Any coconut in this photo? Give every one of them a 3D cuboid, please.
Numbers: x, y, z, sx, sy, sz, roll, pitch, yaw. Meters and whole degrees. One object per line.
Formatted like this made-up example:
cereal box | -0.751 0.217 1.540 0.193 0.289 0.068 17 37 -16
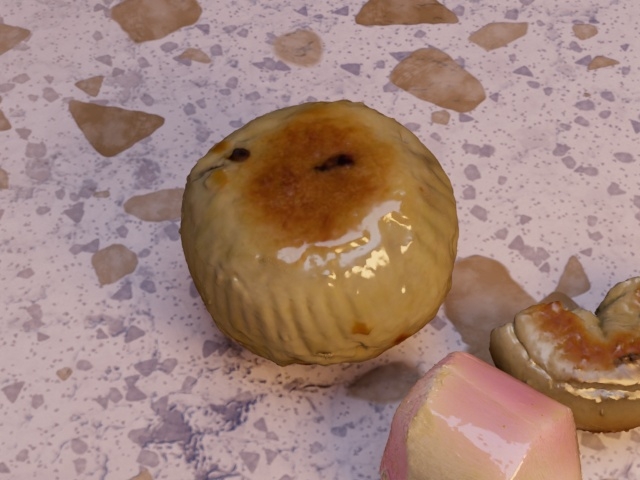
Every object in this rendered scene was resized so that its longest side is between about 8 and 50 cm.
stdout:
coconut | 0.215 0.286 1.833 0.245 0.233 0.233 34 58 22

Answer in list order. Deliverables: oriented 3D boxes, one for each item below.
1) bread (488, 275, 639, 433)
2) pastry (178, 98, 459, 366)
bread | 0.401 0.165 1.958 0.314 0.171 0.192 -20 58 -16
pastry | 0.000 0.000 1.981 0.388 0.312 0.388 -6 54 8
